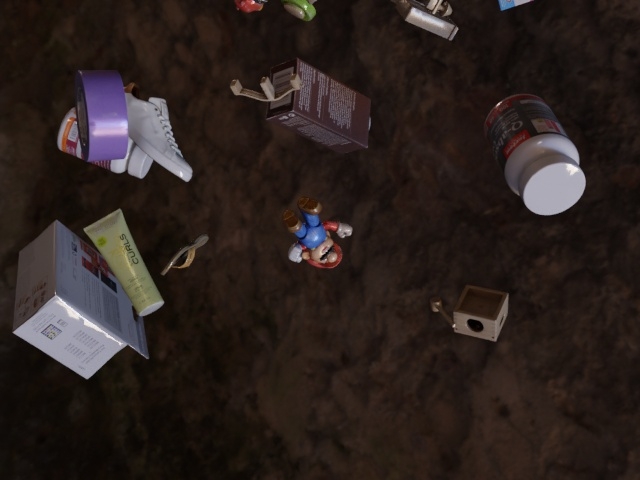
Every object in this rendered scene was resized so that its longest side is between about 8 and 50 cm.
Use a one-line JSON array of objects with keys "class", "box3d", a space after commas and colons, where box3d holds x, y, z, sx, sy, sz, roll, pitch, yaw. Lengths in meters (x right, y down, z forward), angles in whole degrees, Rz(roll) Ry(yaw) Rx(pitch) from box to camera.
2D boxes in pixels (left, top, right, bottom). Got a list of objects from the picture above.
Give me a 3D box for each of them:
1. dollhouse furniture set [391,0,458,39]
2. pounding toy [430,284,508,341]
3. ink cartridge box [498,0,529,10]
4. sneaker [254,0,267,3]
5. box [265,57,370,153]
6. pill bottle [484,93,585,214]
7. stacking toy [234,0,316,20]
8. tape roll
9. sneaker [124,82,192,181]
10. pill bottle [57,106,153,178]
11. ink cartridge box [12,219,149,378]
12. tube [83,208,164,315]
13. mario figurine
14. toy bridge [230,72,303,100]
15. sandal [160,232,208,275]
[{"class": "dollhouse furniture set", "box3d": [0.387, -0.807, 2.206, 0.356, 0.173, 0.303, -60, -150, 28]}, {"class": "pounding toy", "box3d": [0.420, 0.222, 2.162, 0.205, 0.181, 0.094, 11, -49, 25]}, {"class": "ink cartridge box", "box3d": [0.506, -0.630, 1.773, 0.062, 0.181, 0.104, -63, 136, -64]}, {"class": "sneaker", "box3d": [-0.198, -0.729, 2.104, 0.135, 0.052, 0.058, 37, 44, -57]}, {"class": "box", "box3d": [0.000, -0.445, 2.507, 0.143, 0.381, 0.191, -8, -109, 43]}, {"class": "pill bottle", "box3d": [0.611, -0.249, 2.127, 0.363, 0.210, 0.210, -98, 175, -51]}, {"class": "stacking toy", "box3d": [-0.155, -0.783, 2.398, 0.279, 0.130, 0.309, 35, -5, -7]}, {"class": "tape roll", "box3d": [-0.460, -0.262, 1.559, 0.189, 0.080, 0.189, -151, -122, -60]}, {"class": "sneaker", "box3d": [-0.394, -0.270, 1.794, 0.290, 0.123, 0.106, 45, 0, 9]}, {"class": "pill bottle", "box3d": [-0.537, -0.243, 1.879, 0.221, 0.121, 0.121, 23, -13, -3]}, {"class": "ink cartridge box", "box3d": [-0.537, 0.146, 1.678, 0.272, 0.130, 0.309, 45, 9, -34]}, {"class": "tube", "box3d": [-0.428, 0.051, 1.636, 0.062, 0.070, 0.240, -41, -105, 40]}, {"class": "mario figurine", "box3d": [0.000, 0.000, 2.434, 0.320, 0.197, 0.170, 58, 23, -55]}, {"class": "toy bridge", "box3d": [-0.127, -0.372, 1.827, 0.063, 0.188, 0.026, 61, 37, -48]}, {"class": "sandal", "box3d": [-0.365, 0.042, 2.043, 0.049, 0.180, 0.072, 48, -40, 2]}]
